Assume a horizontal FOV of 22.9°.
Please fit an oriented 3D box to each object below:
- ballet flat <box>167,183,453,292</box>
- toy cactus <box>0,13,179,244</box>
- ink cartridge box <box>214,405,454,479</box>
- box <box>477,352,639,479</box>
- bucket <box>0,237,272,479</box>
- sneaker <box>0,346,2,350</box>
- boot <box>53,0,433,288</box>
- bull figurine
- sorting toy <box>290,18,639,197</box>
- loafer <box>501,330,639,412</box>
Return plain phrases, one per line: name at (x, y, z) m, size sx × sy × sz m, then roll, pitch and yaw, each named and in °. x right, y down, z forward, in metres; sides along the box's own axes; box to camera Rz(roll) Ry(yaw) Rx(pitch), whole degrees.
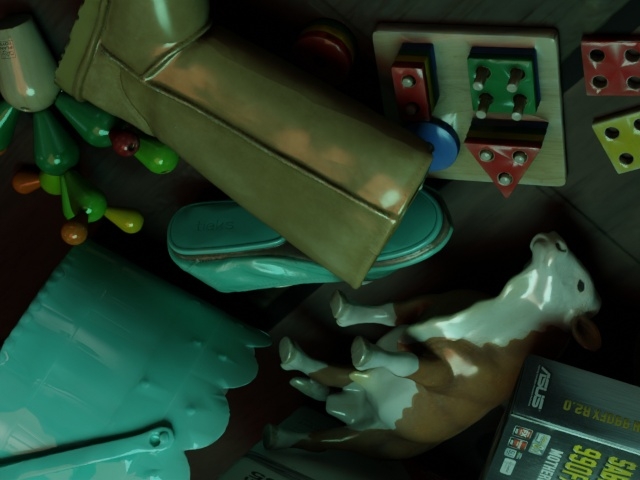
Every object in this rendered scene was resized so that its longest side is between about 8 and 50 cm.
ballet flat at (0.000, 0.000, 1.248) m, size 0.247 × 0.083 × 0.087 m, roll -3°, pitch 153°, yaw 25°
toy cactus at (-0.225, -0.086, 1.247) m, size 0.219 × 0.112 × 0.180 m, roll 3°, pitch 122°, yaw 31°
ink cartridge box at (0.011, 0.261, 1.297) m, size 0.207 × 0.283 × 0.117 m, roll 26°, pitch 105°, yaw 11°
box at (0.218, 0.187, 1.208) m, size 0.183 × 0.056 × 0.231 m, roll 18°, pitch 149°, yaw 5°
bucket at (-0.187, 0.145, 1.323) m, size 0.183 × 0.281 × 0.281 m, roll 32°, pitch 135°, yaw -3°
sneaker at (-0.290, 0.137, 1.505) m, size 0.170 × 0.068 × 0.071 m, roll 7°, pitch 148°, yaw 28°
boot at (-0.036, -0.121, 1.100) m, size 0.269 × 0.089 × 0.236 m, roll 33°, pitch 135°, yaw 5°
bull figurine at (0.083, 0.095, 1.243) m, size 0.188 × 0.101 × 0.310 m, roll 8°, pitch 146°, yaw -23°
sorting toy at (0.114, -0.087, 1.132) m, size 0.274 × 0.046 × 0.132 m, roll 5°, pitch 132°, yaw 18°
loafer at (0.249, 0.112, 1.228) m, size 0.084 × 0.096 × 0.267 m, roll 48°, pitch 133°, yaw -14°
